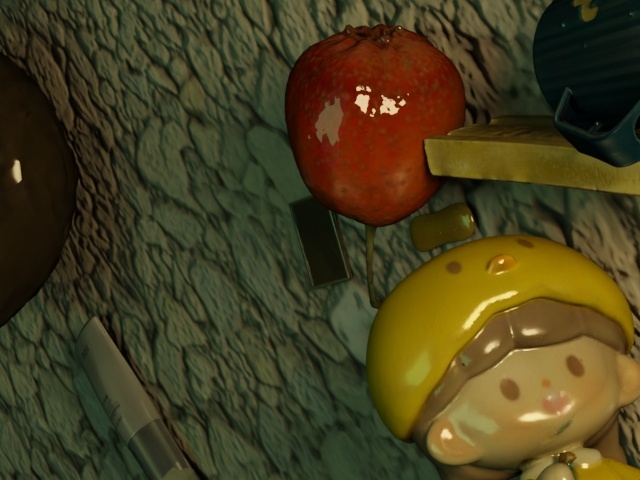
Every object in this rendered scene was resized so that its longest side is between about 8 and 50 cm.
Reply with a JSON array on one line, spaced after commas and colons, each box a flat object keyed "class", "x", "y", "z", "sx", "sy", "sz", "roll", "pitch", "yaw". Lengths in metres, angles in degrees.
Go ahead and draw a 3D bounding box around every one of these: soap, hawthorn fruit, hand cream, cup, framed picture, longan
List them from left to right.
[{"class": "longan", "x": -0.468, "y": -0.066, "z": 2.029, "sx": 0.391, "sy": 0.391, "sz": 0.391, "roll": 22, "pitch": 118, "yaw": 48}, {"class": "hand cream", "x": -0.216, "y": 0.199, "z": 2.070, "sx": 0.255, "sy": 0.048, "sz": 0.079, "roll": 55, "pitch": 134, "yaw": 31}, {"class": "framed picture", "x": 0.000, "y": 0.000, "z": 1.743, "sx": 0.066, "sy": 0.006, "sz": 0.089, "roll": -19, "pitch": 86, "yaw": 54}, {"class": "hawthorn fruit", "x": 0.039, "y": -0.046, "z": 1.551, "sx": 0.165, "sy": 0.165, "sz": 0.285, "roll": 37, "pitch": 131, "yaw": 41}, {"class": "soap", "x": 0.106, "y": -0.011, "z": 1.590, "sx": 0.089, "sy": 0.012, "sz": 0.034, "roll": -20, "pitch": 85, "yaw": 54}, {"class": "soap", "x": 0.195, "y": -0.067, "z": 1.383, "sx": 0.252, "sy": 0.092, "sz": 0.037, "roll": 8, "pitch": 112, "yaw": 52}, {"class": "cup", "x": 0.227, "y": -0.124, "z": 1.270, "sx": 0.131, "sy": 0.176, "sz": 0.155, "roll": 45, "pitch": 157, "yaw": -20}]

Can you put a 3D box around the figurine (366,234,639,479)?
[{"class": "figurine", "x": 0.163, "y": 0.156, "z": 1.370, "sx": 0.187, "sy": 0.215, "sz": 0.344, "roll": 111, "pitch": 146, "yaw": -57}]
